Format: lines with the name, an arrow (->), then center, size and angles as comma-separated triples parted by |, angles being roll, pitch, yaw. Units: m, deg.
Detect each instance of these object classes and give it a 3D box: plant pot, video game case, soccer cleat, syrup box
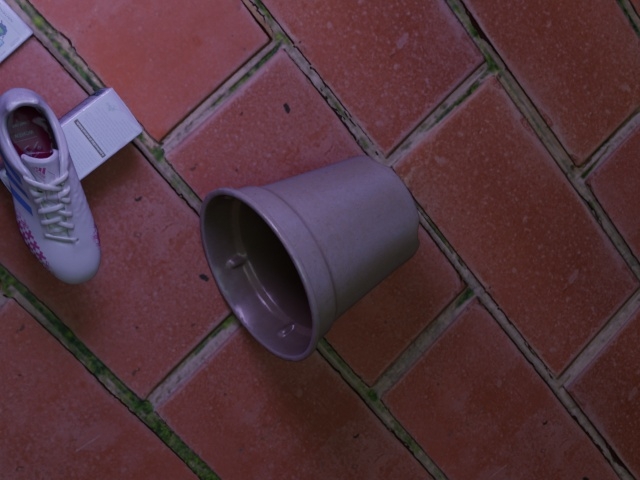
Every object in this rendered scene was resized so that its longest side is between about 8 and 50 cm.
plant pot -> 0.000, 0.000, 1.720 | 0.305, 0.334, 0.334 | -29, 108, -29
video game case -> -0.580, -0.344, 1.561 | 0.157, 0.019, 0.143 | -46, 111, -11
soccer cleat -> -0.430, -0.076, 1.490 | 0.116, 0.143, 0.331 | -23, 106, -19
syrup box -> -0.428, -0.153, 1.611 | 0.237, 0.093, 0.096 | -40, 110, -14
